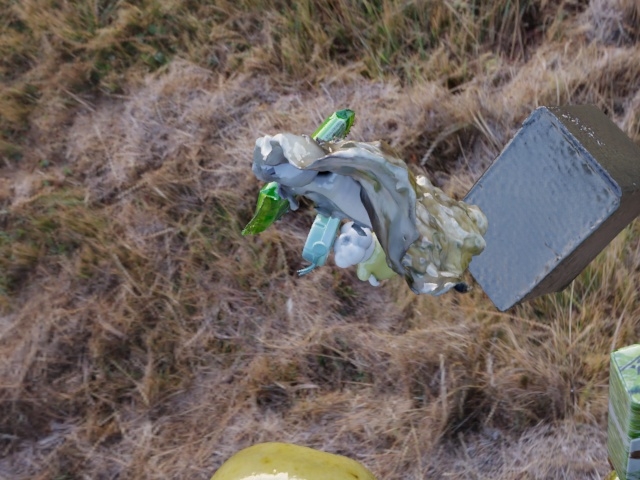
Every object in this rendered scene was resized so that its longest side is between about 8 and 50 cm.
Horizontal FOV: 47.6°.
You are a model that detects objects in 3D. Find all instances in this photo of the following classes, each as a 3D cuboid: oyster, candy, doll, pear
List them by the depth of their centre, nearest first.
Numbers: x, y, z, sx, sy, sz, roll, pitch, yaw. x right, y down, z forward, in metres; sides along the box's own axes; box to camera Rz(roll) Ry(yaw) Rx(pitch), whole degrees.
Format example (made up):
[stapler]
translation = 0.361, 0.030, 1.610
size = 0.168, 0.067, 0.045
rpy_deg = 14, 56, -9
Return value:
[oyster]
translation = 0.070, -0.036, 0.751
size = 0.238, 0.351, 0.115
rpy_deg = 35, 103, 42
[candy]
translation = -0.027, -0.080, 0.870
size = 0.032, 0.102, 0.178
rpy_deg = 38, 65, 6
[pear]
translation = -0.038, 0.489, 1.148
size = 0.348, 0.348, 0.349
rpy_deg = -4, 78, 18
[doll]
translation = 0.085, 0.017, 1.224
size = 0.062, 0.162, 0.106
rpy_deg = 26, 92, 42

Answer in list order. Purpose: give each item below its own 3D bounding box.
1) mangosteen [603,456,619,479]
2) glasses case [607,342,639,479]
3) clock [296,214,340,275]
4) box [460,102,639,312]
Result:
[mangosteen]
translation = 0.724, 0.534, 1.494
size = 0.287, 0.288, 0.288
rpy_deg = -4, 78, 18
[glasses case]
translation = 0.313, 0.164, 0.648
size = 0.095, 0.272, 0.062
rpy_deg = -19, 54, 10
[clock]
translation = 0.000, 0.000, 1.221
size = 0.041, 0.101, 0.135
rpy_deg = 22, 83, 3
[box]
translation = 0.338, -0.046, 1.078
size = 0.184, 0.143, 0.273
rpy_deg = 57, 137, 26
